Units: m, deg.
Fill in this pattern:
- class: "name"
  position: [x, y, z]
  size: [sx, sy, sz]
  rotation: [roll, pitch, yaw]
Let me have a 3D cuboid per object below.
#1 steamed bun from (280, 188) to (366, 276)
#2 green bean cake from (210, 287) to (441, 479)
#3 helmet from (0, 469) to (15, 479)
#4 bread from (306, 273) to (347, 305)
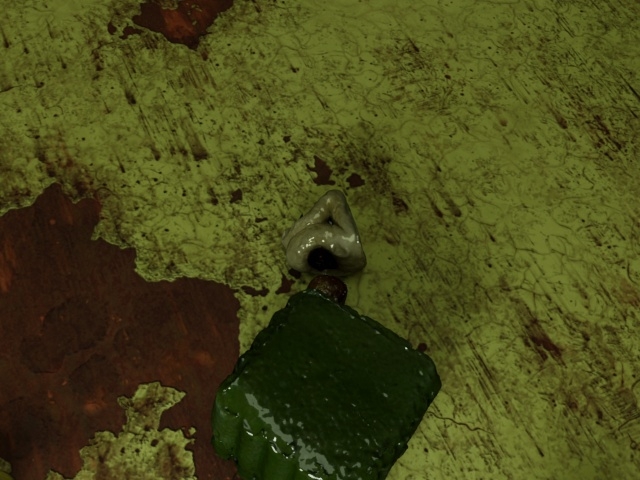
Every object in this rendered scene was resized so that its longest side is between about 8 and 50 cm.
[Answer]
- class: "steamed bun"
  position: [0.000, 0.000, 1.697]
  size: [0.155, 0.141, 0.172]
  rotation: [-18, 57, 0]
- class: "green bean cake"
  position: [0.009, 0.292, 1.465]
  size: [0.335, 0.218, 0.319]
  rotation: [36, 54, 11]
- class: "helmet"
  position: [-0.612, 0.470, 1.338]
  size: [0.257, 0.140, 0.205]
  rotation: [-1, 24, -19]
- class: "bread"
  position: [0.013, 0.105, 1.665]
  size: [0.085, 0.053, 0.085]
  rotation: [2, 57, -3]
